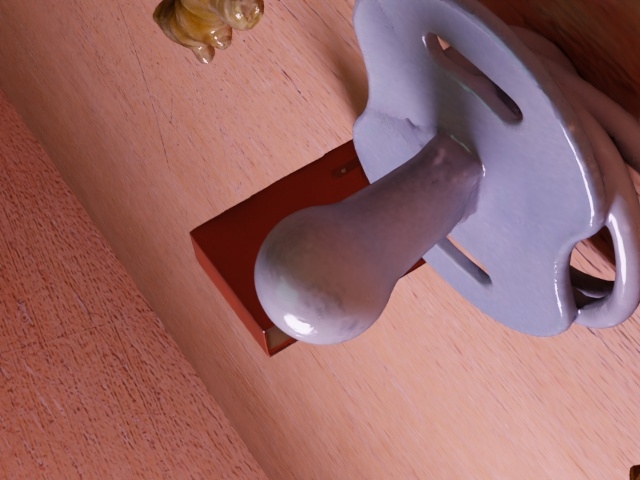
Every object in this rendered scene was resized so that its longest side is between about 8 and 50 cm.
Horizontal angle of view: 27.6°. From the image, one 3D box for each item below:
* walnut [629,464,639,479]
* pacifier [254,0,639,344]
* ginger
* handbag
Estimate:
[{"bbox_3d":[0.263,0.204,0.828,0.207,0.116,0.116,42,157,49],"label":"walnut"},{"bbox_3d":[0.067,-0.011,0.819,0.244,0.233,0.299,49,163,26],"label":"pacifier"},{"bbox_3d":[-0.120,-0.244,1.308,0.118,0.065,0.299,66,167,-5],"label":"ginger"},{"bbox_3d":[0.000,0.000,1.131,0.127,0.190,0.063,50,163,31],"label":"handbag"}]
